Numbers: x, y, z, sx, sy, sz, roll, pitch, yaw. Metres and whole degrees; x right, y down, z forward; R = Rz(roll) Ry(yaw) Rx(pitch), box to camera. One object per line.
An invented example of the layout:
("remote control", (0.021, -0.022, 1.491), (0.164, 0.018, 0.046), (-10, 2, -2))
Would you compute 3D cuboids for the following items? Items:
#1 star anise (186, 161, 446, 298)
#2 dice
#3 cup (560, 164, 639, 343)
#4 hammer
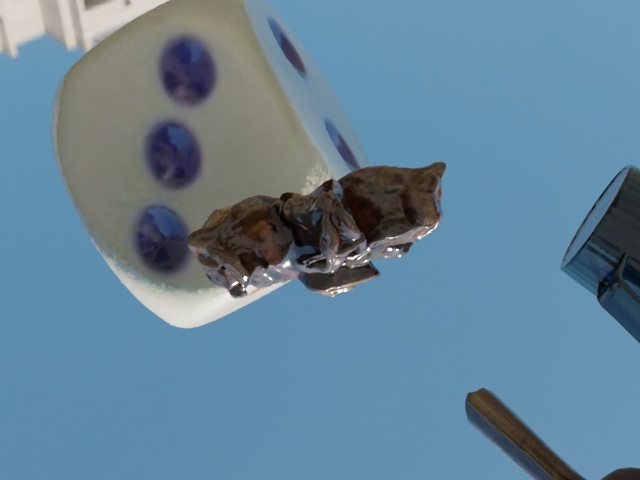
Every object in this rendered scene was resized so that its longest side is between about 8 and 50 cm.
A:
("star anise", (0.007, -0.002, 0.944), (0.219, 0.214, 0.099), (-16, -90, -3))
("dice", (-0.112, -0.090, 1.280), (0.276, 0.304, 0.304), (-31, -95, 15))
("cup", (0.289, 0.031, 0.940), (0.155, 0.131, 0.176), (33, -141, 6))
("hammer", (0.306, 0.298, 1.397), (0.095, 0.243, 0.409), (-29, -145, -12))
